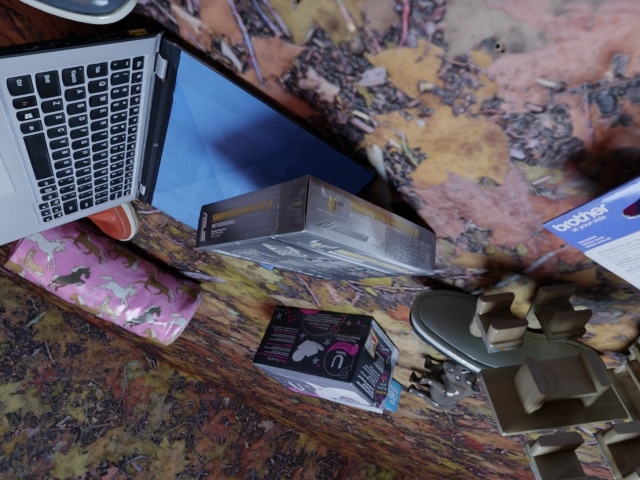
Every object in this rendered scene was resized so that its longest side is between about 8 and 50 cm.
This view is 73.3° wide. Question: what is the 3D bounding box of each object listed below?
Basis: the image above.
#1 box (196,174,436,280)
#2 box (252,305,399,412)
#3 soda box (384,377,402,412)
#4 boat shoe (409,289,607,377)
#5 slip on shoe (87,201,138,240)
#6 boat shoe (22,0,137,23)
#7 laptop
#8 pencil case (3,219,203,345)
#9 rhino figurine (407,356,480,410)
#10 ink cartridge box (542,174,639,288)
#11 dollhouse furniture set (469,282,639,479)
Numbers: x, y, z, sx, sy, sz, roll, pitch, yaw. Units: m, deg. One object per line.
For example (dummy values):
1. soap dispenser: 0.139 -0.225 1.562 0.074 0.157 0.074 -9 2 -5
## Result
1. box: 0.000 0.000 0.515 0.183 0.056 0.231 -9 161 44
2. box: 0.012 0.247 0.903 0.247 0.142 0.163 1 143 35
3. soda box: 0.117 0.344 1.056 0.067 0.071 0.210 -7 138 41
4. boat shoe: 0.258 0.168 0.629 0.302 0.114 0.091 25 145 -1
5. slip on shoe: -0.430 -0.097 0.702 0.122 0.101 0.331 5 147 25
6. boat shoe: -0.251 -0.270 0.311 0.254 0.095 0.079 41 159 -11
7. laptop: -0.222 -0.030 0.542 0.236 0.407 0.382 59 148 6
8. pencil case: -0.449 0.080 0.933 0.386 0.167 0.160 38 170 -23
9. rhino figurine: 0.253 0.280 0.856 0.106 0.073 0.243 24 149 8
10. ink cartridge box: 0.369 0.008 0.346 0.311 0.065 0.186 27 150 -11
11. dollhouse furniture set: 0.315 0.182 0.509 0.241 0.212 0.161 -8 138 0
